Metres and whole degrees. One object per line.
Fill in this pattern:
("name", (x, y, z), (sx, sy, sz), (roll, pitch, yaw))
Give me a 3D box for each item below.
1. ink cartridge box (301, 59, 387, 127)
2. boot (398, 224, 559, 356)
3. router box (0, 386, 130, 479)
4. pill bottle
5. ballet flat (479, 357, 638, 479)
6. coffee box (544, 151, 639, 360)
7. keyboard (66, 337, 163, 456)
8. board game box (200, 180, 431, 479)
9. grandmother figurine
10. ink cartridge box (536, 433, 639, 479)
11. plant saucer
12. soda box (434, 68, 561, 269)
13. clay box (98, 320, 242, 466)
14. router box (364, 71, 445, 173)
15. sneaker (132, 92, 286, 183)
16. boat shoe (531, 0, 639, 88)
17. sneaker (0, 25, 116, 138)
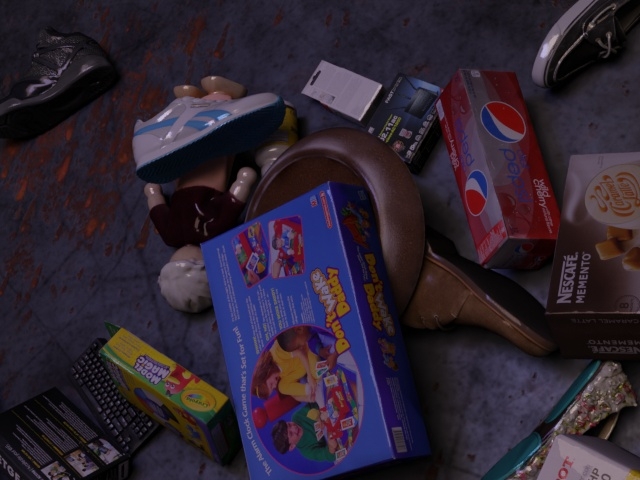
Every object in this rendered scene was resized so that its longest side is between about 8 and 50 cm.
("ink cartridge box", (0.035, -0.213, 1.865), (0.115, 0.029, 0.063), (28, 82, 32))
("boot", (0.176, 0.080, 1.647), (0.305, 0.112, 0.115), (35, 104, 36))
("router box", (-0.369, 0.290, 1.775), (0.133, 0.046, 0.179), (-25, 47, -38))
("pill bottle", (-0.064, -0.139, 1.855), (0.065, 0.065, 0.116), (-12, 64, 19))
("ballet flat", (0.284, 0.244, 1.528), (0.077, 0.091, 0.241), (43, 94, 0))
("coffee box", (0.360, 0.016, 1.541), (0.141, 0.098, 0.246), (-1, 51, 25))
("keyboard", (-0.285, 0.212, 1.827), (0.108, 0.023, 0.180), (-43, 59, 2))
("board game box", (-0.013, 0.130, 1.624), (0.233, 0.078, 0.347), (-24, 72, 36))
("grandmother figurine", (-0.170, -0.063, 1.858), (0.208, 0.104, 0.342), (-15, 63, 47))
("ink cartridge box", (0.345, 0.336, 1.389), (0.233, 0.168, 0.171), (26, 92, 31))
("plant saucer", (0.000, 0.000, 1.710), (0.311, 0.050, 0.310), (-4, 83, 40))
("soda box", (0.231, -0.094, 1.673), (0.092, 0.083, 0.263), (1, 60, -23))
("clay box", (-0.209, 0.202, 1.720), (0.222, 0.127, 0.053), (28, 63, 25))
("router box", (0.123, -0.165, 1.798), (0.092, 0.038, 0.122), (25, 80, 31))
("sneaker", (-0.159, -0.163, 1.788), (0.229, 0.087, 0.092), (-20, 62, 10))
("boat shoe", (0.371, -0.283, 1.715), (0.219, 0.078, 0.070), (-49, 57, -4))
("sneaker", (-0.448, -0.257, 2.070), (0.227, 0.087, 0.130), (-32, 57, 5))
